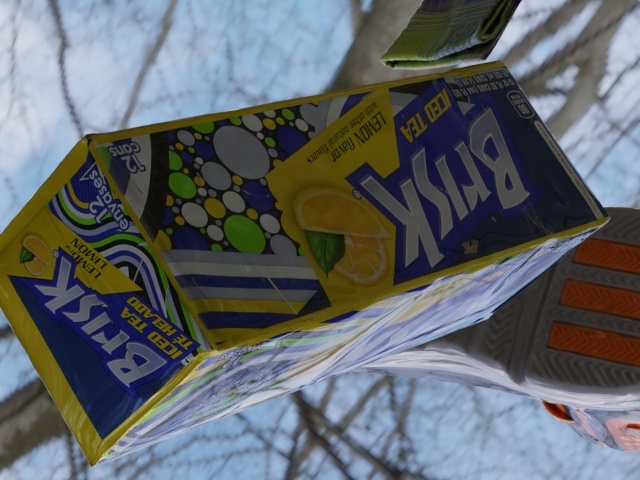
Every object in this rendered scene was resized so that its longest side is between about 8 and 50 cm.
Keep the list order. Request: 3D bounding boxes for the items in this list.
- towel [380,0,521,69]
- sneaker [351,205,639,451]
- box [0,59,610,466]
[{"bbox_3d":[0.053,-0.088,0.597,0.009,0.060,0.083,37,-106,-23],"label":"towel"},{"bbox_3d":[0.083,0.042,1.002,0.321,0.180,0.124,17,-100,34],"label":"sneaker"},{"bbox_3d":[0.000,0.000,0.498,0.169,0.054,0.059,-16,-111,-50],"label":"box"}]
